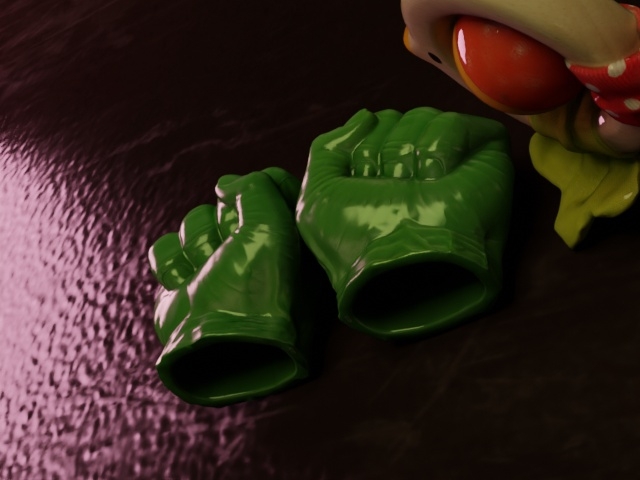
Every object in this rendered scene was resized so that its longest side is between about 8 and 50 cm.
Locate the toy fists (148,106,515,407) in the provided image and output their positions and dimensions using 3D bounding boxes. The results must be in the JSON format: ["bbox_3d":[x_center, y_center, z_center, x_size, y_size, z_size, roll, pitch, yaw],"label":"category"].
[{"bbox_3d":[0.000,0.000,1.074,0.279,0.096,0.142,-25,41,32],"label":"toy fists"}]

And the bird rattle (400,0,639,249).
[{"bbox_3d":[0.135,-0.086,0.891,0.143,0.207,0.253,-62,0,-2],"label":"bird rattle"}]
